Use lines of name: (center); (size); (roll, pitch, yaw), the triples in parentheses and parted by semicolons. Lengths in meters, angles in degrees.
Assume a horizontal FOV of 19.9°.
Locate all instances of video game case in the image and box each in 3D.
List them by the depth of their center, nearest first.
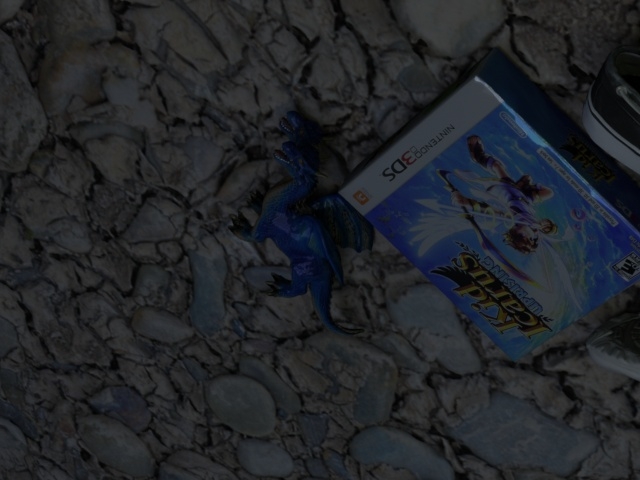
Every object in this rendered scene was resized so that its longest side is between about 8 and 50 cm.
video game case: (0.189, -0.029, 1.862); (0.269, 0.061, 0.244); (44, 136, -7)

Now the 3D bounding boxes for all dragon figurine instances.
dragon figurine: (0.000, 0.000, 1.983); (0.144, 0.085, 0.289); (-14, 115, 39)

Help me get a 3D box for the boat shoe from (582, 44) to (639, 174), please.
boat shoe: (0.387, -0.080, 1.663); (0.306, 0.113, 0.105); (37, 151, 13)

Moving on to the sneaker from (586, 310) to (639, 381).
sneaker: (0.383, 0.146, 1.866); (0.232, 0.090, 0.115); (13, 134, 24)
